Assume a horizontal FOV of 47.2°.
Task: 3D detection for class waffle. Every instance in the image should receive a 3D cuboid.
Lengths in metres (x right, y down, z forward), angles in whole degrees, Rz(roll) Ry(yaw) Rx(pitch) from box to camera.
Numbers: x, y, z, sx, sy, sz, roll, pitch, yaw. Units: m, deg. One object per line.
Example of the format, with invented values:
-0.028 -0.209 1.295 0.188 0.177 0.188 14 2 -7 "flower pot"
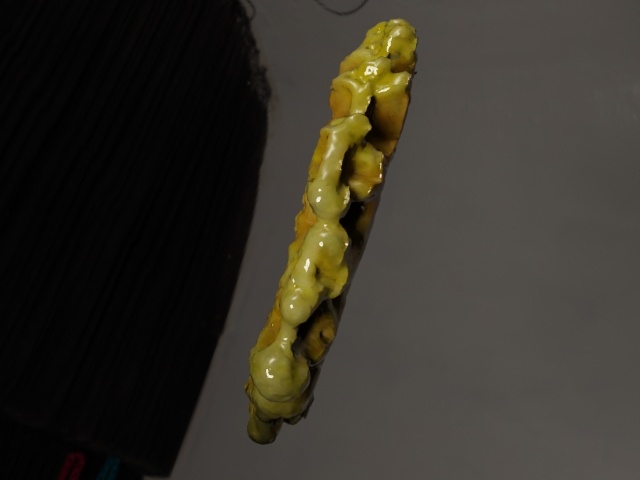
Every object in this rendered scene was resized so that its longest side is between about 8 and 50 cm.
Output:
0.003 0.001 0.549 0.060 0.307 0.312 19 163 -1 "waffle"
